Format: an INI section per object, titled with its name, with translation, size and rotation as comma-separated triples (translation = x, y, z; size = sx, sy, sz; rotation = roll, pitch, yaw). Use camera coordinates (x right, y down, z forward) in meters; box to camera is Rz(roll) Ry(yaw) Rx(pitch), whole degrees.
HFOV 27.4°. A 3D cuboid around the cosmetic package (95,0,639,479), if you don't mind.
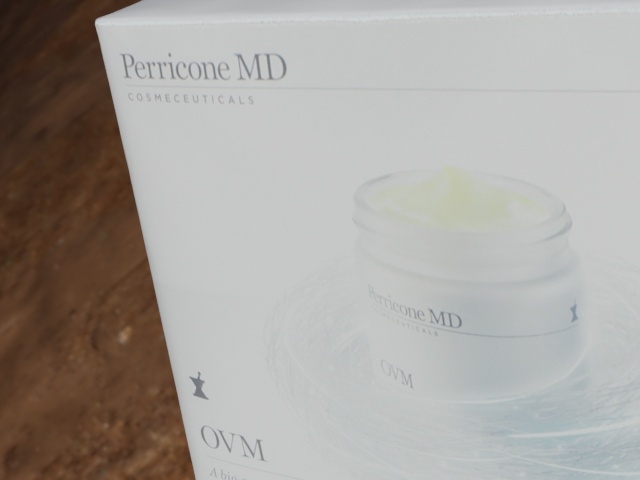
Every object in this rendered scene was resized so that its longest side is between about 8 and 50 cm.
[cosmetic package]
translation = 0.060, 0.005, 0.492
size = 0.224, 0.224, 0.138
rotation = 5, 24, 34
